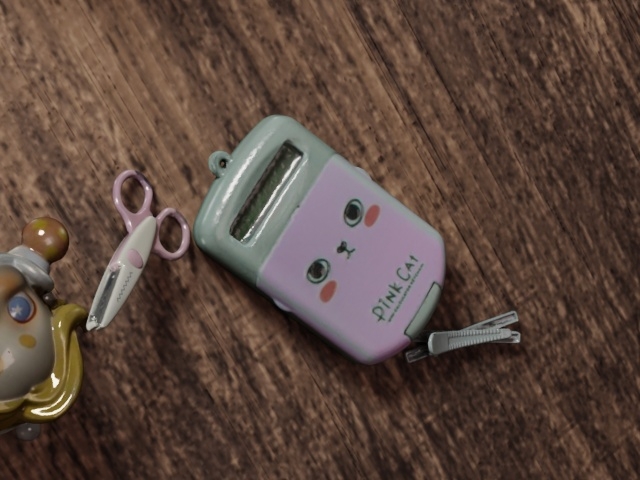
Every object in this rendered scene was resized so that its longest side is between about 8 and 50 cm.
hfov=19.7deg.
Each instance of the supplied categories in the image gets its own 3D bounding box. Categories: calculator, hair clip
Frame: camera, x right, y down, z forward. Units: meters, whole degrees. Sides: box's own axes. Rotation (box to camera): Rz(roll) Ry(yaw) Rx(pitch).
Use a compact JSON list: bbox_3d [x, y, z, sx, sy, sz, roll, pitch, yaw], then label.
[{"bbox_3d":[0.000,0.000,1.570,0.246,0.045,0.141,38,76,-21],"label":"calculator"},{"bbox_3d":[0.131,0.087,1.640,0.115,0.039,0.030,-10,101,-27],"label":"hair clip"}]

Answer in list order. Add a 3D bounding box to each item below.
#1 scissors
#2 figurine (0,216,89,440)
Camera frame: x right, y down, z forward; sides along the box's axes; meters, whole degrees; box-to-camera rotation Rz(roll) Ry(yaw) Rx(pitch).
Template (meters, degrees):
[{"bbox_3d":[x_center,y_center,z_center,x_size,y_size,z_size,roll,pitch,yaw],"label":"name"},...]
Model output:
[{"bbox_3d":[-0.151,0.014,1.460,0.085,0.022,0.176,48,34,-20],"label":"scissors"},{"bbox_3d":[-0.302,0.041,1.389,0.274,0.133,0.194,30,67,-14],"label":"figurine"}]
